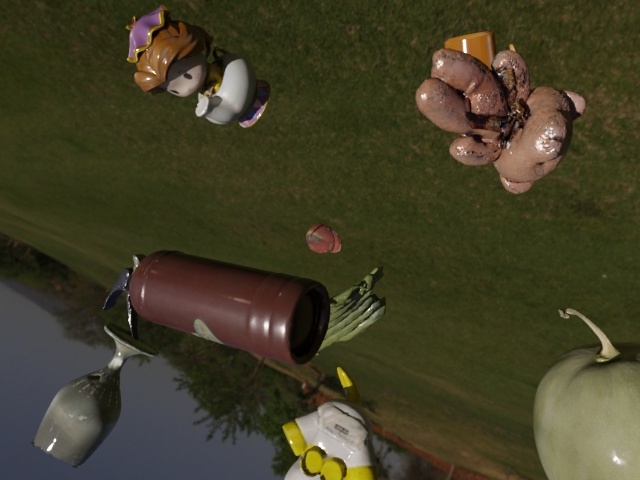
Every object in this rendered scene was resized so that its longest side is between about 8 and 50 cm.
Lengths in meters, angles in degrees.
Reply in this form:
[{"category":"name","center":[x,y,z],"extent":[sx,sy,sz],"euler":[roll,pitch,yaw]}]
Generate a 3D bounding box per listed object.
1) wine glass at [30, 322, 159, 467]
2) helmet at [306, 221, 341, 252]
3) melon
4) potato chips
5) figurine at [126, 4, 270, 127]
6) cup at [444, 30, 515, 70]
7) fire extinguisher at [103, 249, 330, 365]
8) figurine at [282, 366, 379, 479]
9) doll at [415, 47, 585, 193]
[{"category":"wine glass","center":[-0.419,0.287,0.959],"extent":[0.126,0.241,0.126],"euler":[29,170,6]},{"category":"helmet","center":[0.000,0.001,1.104],"extent":[0.084,0.049,0.065],"euler":[30,130,34]},{"category":"melon","center":[0.434,0.282,0.711],"extent":[0.272,0.272,0.308],"euler":[4,132,50]},{"category":"potato chips","center":[-0.017,0.187,1.219],"extent":[0.389,0.097,0.373],"euler":[-19,155,-3]},{"category":"figurine","center":[-0.224,-0.306,0.920],"extent":[0.263,0.189,0.142],"euler":[21,137,-39]},{"category":"cup","center":[0.444,-0.431,1.406],"extent":[0.226,0.264,0.182],"euler":[-6,-162,14]},{"category":"fire extinguisher","center":[-0.161,0.088,0.665],"extent":[0.344,0.138,0.102],"euler":[8,-171,28]},{"category":"figurine","center":[0.013,0.241,0.575],"extent":[0.109,0.129,0.178],"euler":[17,129,11]},{"category":"doll","center":[0.299,-0.196,0.820],"extent":[0.303,0.201,0.156],"euler":[18,-166,-29]}]
